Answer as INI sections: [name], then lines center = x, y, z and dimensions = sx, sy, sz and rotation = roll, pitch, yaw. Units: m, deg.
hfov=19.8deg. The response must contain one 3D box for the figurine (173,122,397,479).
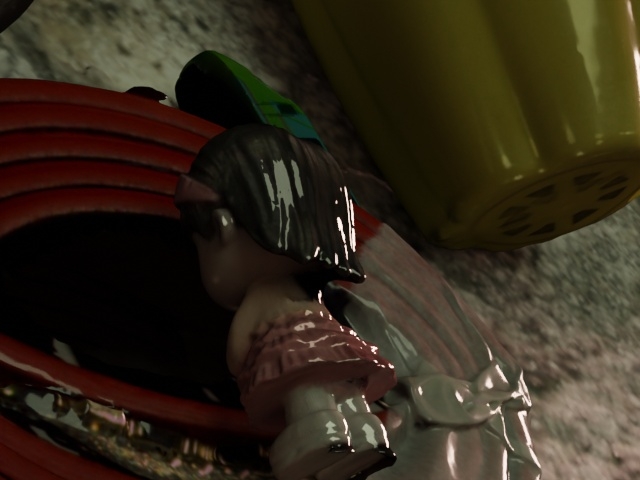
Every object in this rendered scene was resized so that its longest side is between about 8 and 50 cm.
[figurine]
center = -0.005, 0.017, 0.605
dimensions = 0.072, 0.054, 0.129
rotation = 11, 48, -44

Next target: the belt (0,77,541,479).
[belt]
center = -0.059, 0.061, 0.648
dimensions = 0.324, 0.115, 0.227
rotation = 9, 49, -42

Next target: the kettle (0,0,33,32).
[kettle]
center = -0.236, -0.156, 0.564
dimensions = 0.324, 0.228, 0.321
rotation = 35, 41, -3

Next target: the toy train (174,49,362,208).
[toy train]
center = 0.000, 0.000, 0.836
dimensions = 0.042, 0.044, 0.209
rotation = -4, 58, -48

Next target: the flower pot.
[flower pot]
center = 0.092, -0.097, 0.929
dimensions = 0.195, 0.195, 0.179
rotation = 1, 66, -46
